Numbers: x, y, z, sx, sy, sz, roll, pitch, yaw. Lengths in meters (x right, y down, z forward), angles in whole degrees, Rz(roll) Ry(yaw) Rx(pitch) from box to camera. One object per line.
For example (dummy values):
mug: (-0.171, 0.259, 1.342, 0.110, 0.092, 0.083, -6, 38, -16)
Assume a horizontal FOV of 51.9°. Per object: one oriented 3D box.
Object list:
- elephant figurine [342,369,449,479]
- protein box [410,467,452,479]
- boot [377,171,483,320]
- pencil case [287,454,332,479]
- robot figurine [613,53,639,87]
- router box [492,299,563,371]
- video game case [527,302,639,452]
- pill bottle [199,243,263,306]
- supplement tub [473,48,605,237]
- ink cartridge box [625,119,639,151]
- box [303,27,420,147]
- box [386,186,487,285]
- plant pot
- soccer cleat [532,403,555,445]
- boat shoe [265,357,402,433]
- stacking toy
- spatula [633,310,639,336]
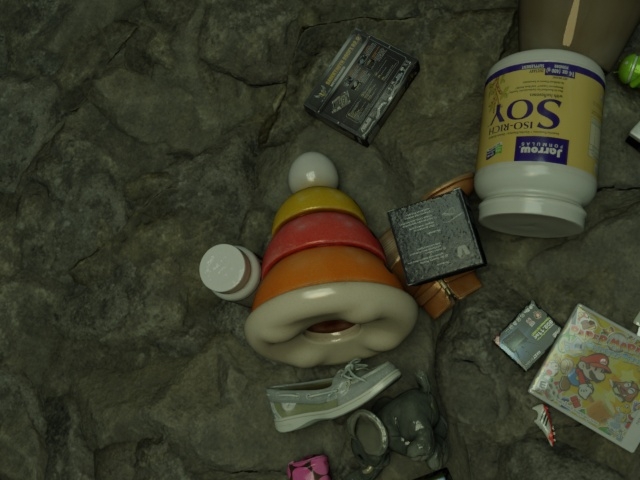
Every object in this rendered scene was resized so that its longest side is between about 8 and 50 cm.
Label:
elephant figurine: (0.128, 0.397, 1.342, 0.239, 0.169, 0.186, -13, 45, 27)
protein box: (0.193, 0.582, 1.283, 0.199, 0.136, 0.201, -23, 74, 8)
boot: (0.273, 0.012, 1.402, 0.283, 0.109, 0.220, -40, 71, 5)
pencil case: (-0.016, 0.556, 1.366, 0.098, 0.095, 0.209, -14, 73, 18)
robot figurine: (0.691, -0.359, 1.403, 0.115, 0.067, 0.101, 20, 56, 21)
router box: (0.431, 0.198, 1.360, 0.122, 0.038, 0.092, -46, 73, 1)
video game case: (0.560, 0.269, 1.296, 0.227, 0.026, 0.206, 30, 90, 11)
pill bottle: (-0.176, 0.078, 1.440, 0.121, 0.221, 0.121, -3, 77, 13)
supplement tub: (0.441, -0.189, 1.337, 0.241, 0.241, 0.331, 6, 79, 15)
ink cartridge box: (0.813, -0.288, 1.361, 0.165, 0.065, 0.333, 44, 92, 18)
box: (0.097, -0.363, 1.557, 0.183, 0.056, 0.231, 32, 87, 19)
box: (0.236, -0.004, 1.323, 0.156, 0.093, 0.158, -18, 80, 18)
plant pot: (0.543, -0.503, 1.370, 0.323, 0.323, 0.280, 16, 98, 17)
soccer cleat: (0.451, 0.372, 1.324, 0.035, 0.029, 0.083, -15, 71, 19)
boat shoe: (0.019, 0.308, 1.358, 0.320, 0.118, 0.103, -28, 82, 33)
stacking toy: (0.000, 0.000, 1.404, 0.350, 0.351, 0.480, -14, 60, 11)
spatula: (0.679, 0.239, 1.301, 0.168, 0.019, 0.242, 32, 87, 17)
